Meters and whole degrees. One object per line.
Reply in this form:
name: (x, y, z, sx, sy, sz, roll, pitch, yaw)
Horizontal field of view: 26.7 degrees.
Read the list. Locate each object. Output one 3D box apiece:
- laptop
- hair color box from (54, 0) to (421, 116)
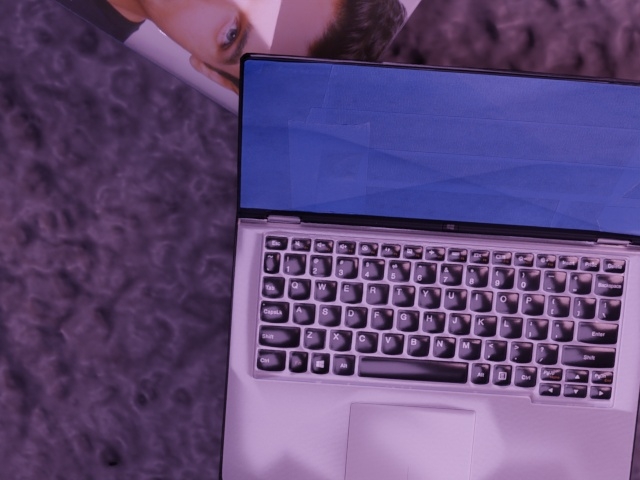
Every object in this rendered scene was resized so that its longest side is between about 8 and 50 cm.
laptop: (0.113, 0.059, 1.115, 0.382, 0.236, 0.407, 4, 99, -2)
hair color box: (-0.110, -0.251, 1.107, 0.375, 0.113, 0.185, 32, 115, -8)
